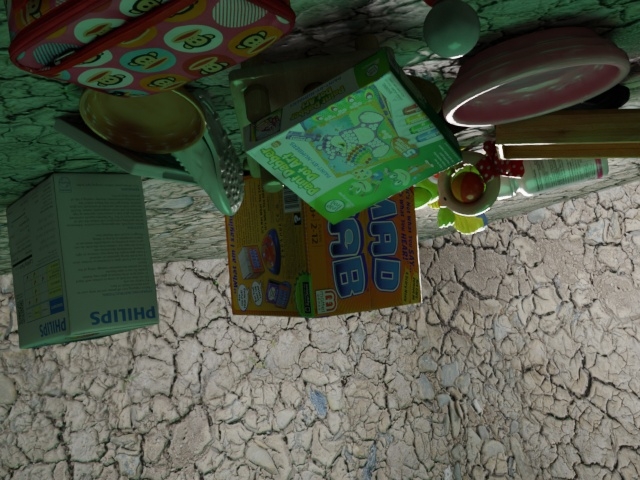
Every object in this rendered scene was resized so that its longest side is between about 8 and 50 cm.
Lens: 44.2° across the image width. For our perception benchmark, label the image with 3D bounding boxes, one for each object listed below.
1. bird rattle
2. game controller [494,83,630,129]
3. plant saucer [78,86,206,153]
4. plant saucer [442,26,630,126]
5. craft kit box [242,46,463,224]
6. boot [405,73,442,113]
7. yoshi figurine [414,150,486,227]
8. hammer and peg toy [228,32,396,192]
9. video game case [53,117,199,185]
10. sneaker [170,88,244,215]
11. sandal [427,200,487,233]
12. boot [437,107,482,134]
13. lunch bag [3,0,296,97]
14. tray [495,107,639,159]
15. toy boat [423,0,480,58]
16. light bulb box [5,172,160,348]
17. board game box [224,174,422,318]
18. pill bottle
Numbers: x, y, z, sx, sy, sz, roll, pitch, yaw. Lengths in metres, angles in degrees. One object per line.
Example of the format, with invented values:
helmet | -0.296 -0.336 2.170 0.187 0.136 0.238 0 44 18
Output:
bird rattle | 0.386 -0.166 1.988 0.253 0.207 0.143 10 -165 21
game controller | 0.551 -0.297 1.823 0.166 0.067 0.319 10 165 -24
plant saucer | -0.281 -0.208 1.259 0.199 0.037 0.200 3 152 2
plant saucer | 0.379 -0.296 1.422 0.332 0.084 0.332 -11 172 -2
craft kit box | 0.054 -0.145 1.194 0.246 0.061 0.250 -24 143 24
boot | 0.095 -0.236 1.502 0.261 0.095 0.203 -8 173 4
yoshi figurine | 0.350 -0.150 2.226 0.362 0.204 0.203 -12 -172 6
hammer and peg toy | -0.008 -0.168 1.313 0.265 0.127 0.361 -9 149 -2
video game case | -0.316 -0.155 1.447 0.204 0.025 0.285 29 -169 26
sneaker | -0.208 -0.149 1.385 0.094 0.235 0.090 -12 -158 18
sandal | 0.425 -0.129 2.394 0.138 0.126 0.317 -21 -146 -10
boot | 0.275 -0.250 1.692 0.219 0.082 0.106 -12 170 6
lunch bag | -0.200 -0.265 0.867 0.293 0.120 0.258 -16 167 32
tray | 0.578 -0.221 1.642 0.410 0.076 0.203 0 176 15
toy boat | 0.172 -0.310 0.814 0.267 0.148 0.318 -8 172 -11
light bulb box | -0.578 0.056 1.888 0.225 0.361 0.358 -3 171 -38
board game box | 0.000 0.000 2.019 0.356 0.357 0.356 -4 180 -39
pill bottle | 0.581 -0.207 2.036 0.283 0.161 0.160 -15 172 14
